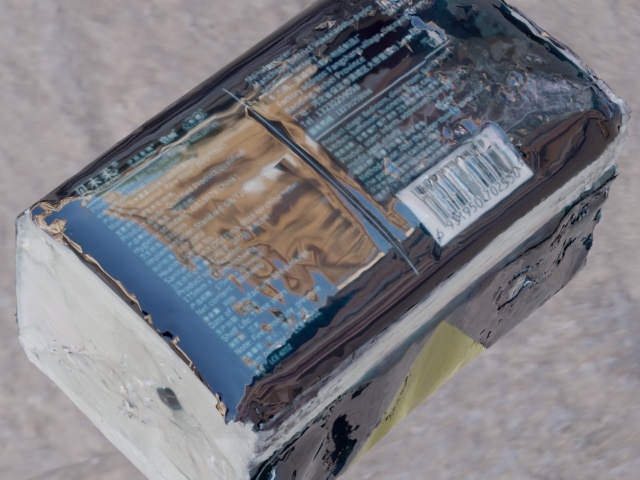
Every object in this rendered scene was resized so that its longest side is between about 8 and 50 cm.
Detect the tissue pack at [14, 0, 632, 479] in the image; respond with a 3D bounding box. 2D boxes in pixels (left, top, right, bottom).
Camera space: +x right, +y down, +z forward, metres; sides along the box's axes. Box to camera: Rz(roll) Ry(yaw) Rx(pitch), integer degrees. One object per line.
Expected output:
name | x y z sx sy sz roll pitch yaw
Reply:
tissue pack | 0.000 0.000 1.478 0.264 0.253 0.416 41 60 18
